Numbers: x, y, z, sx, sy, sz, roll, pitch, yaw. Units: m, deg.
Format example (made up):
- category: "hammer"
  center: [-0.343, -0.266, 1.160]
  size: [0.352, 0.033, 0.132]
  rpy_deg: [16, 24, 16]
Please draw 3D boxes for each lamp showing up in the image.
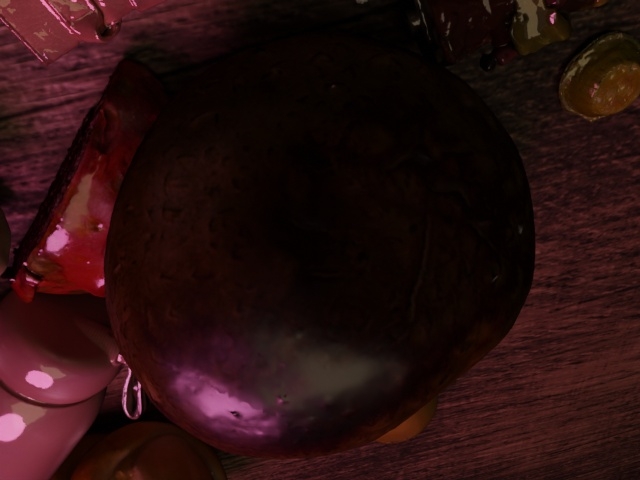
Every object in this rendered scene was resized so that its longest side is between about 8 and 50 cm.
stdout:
- category: "lamp"
  center: [0.191, -0.229, 0.499]
  size: [0.253, 0.118, 0.118]
  rpy_deg: [-24, 133, 6]

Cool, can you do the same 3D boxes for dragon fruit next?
- category: "dragon fruit"
  center: [-0.170, -0.011, 0.587]
  size: [0.212, 0.134, 0.262]
  rpy_deg: [18, 125, -32]

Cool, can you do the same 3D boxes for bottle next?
- category: "bottle"
  center: [-0.324, 0.182, 0.687]
  size: [0.206, 0.173, 0.297]
  rpy_deg: [36, 115, -10]

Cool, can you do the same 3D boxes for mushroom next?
- category: "mushroom"
  center: [0.004, -0.005, 0.476]
  size: [0.345, 0.345, 0.239]
  rpy_deg: [16, 157, -27]

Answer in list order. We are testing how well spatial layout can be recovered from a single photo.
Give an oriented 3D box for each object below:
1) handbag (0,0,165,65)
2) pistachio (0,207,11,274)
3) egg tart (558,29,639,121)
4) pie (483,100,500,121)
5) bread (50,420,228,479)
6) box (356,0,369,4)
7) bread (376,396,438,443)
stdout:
- category: "handbag"
  center: [-0.160, -0.238, 0.432]
  size: [0.213, 0.059, 0.157]
  rpy_deg: [-27, 132, 9]
- category: "pistachio"
  center: [-0.419, -0.028, 0.476]
  size: [0.318, 0.213, 0.193]
  rpy_deg: [14, 170, -37]
- category: "egg tart"
  center: [0.304, -0.167, 0.635]
  size: [0.105, 0.039, 0.105]
  rpy_deg: [-9, 132, -10]
- category: "pie"
  center: [0.086, -0.048, 0.655]
  size: [0.275, 0.105, 0.257]
  rpy_deg: [13, 113, -26]
- category: "bread"
  center: [-0.285, 0.389, 0.871]
  size: [0.270, 0.211, 0.315]
  rpy_deg: [-48, 137, -4]
- category: "box"
  center: [0.079, -0.315, 0.385]
  size: [0.225, 0.117, 0.225]
  rpy_deg: [-24, 133, 8]
- category: "bread"
  center: [0.092, 0.238, 0.909]
  size: [0.147, 0.098, 0.217]
  rpy_deg: [-35, 132, 12]
